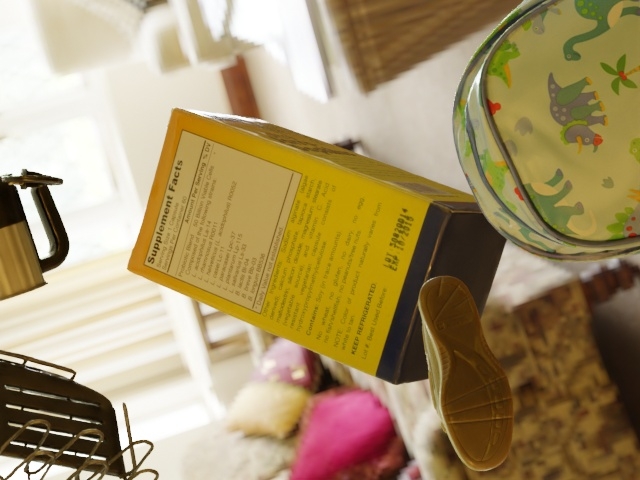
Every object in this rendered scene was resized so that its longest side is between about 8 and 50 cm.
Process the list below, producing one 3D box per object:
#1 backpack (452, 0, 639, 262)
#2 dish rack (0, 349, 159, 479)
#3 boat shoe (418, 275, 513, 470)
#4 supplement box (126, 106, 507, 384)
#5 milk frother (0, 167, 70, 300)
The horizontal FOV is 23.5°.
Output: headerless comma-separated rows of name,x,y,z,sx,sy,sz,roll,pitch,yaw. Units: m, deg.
backpack,0.277,-0.125,1.222,0.290,0.355,0.273,66,-154,-9
dish rack,-0.174,0.168,0.922,0.074,0.208,0.271,-46,44,32
boat shoe,0.107,0.104,1.169,0.048,0.056,0.153,96,158,-66
supplement box,0.000,0.000,1.696,0.356,0.195,0.194,22,100,26
milk frother,-0.338,-0.008,1.711,0.143,0.129,0.135,-177,69,-73
